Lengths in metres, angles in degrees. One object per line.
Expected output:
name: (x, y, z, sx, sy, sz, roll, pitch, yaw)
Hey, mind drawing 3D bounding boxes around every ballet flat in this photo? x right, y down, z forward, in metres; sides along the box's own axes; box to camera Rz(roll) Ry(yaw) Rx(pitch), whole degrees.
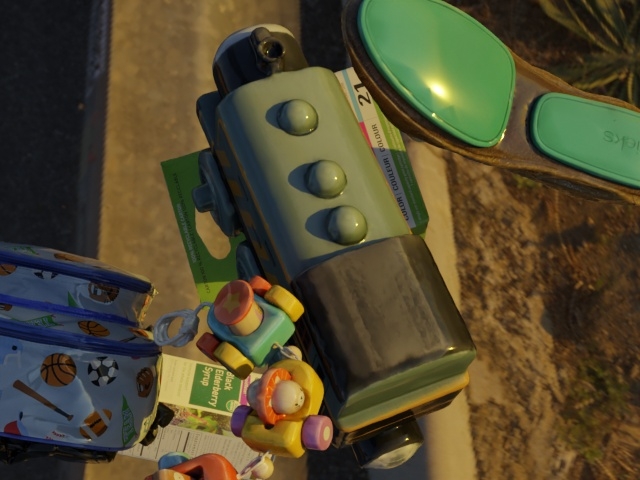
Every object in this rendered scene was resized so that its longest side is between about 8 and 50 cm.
ballet flat: (0.150, -0.111, 0.834, 0.124, 0.342, 0.116, -15, 60, 66)

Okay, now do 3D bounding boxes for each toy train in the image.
toy train: (0.000, 0.000, 0.704, 0.142, 0.190, 0.334, -16, 68, -15)
toy train: (-0.061, 0.086, 0.540, 0.125, 0.046, 0.166, -20, 48, 11)

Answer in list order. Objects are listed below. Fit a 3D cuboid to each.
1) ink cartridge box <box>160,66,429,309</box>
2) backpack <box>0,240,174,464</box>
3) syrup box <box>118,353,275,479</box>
ink cartridge box: (-0.035, -0.053, 1.008, 0.255, 0.097, 0.189, -18, 77, -1)
backpack: (-0.262, 0.111, 0.900, 0.276, 0.263, 0.213, 6, 94, -13)
syrup box: (-0.166, 0.202, 1.124, 0.093, 0.236, 0.096, -86, 11, -50)
